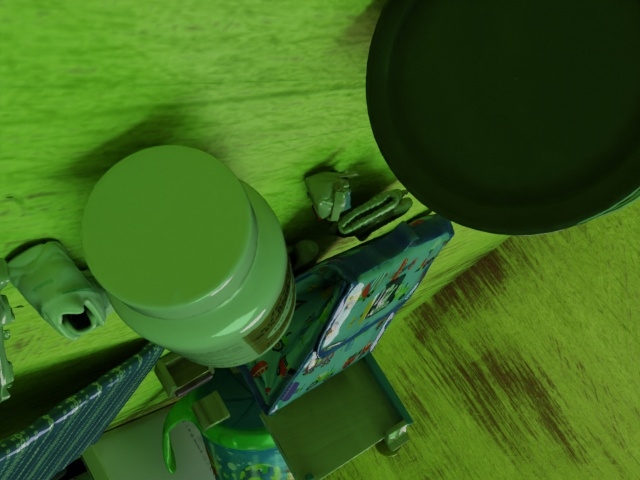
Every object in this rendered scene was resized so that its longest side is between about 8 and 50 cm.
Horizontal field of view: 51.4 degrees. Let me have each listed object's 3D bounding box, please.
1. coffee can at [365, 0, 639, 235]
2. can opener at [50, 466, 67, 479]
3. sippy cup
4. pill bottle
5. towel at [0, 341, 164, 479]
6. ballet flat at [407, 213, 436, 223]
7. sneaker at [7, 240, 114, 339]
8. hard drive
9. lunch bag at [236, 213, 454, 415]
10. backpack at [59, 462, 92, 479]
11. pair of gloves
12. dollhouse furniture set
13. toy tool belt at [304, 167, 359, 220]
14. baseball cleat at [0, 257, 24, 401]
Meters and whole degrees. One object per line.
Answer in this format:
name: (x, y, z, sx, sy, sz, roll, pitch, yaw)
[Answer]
coffee can: (0.181, -0.111, 0.525, 0.201, 0.202, 0.275, -40, 166, 24)
can opener: (-0.446, 0.366, 1.001, 0.073, 0.059, 0.186, -37, 166, 8)
sippy cup: (-0.110, 0.359, 1.209, 0.240, 0.305, 0.224, -45, 139, -55)
pill bottle: (-0.088, 0.020, 0.498, 0.131, 0.131, 0.229, -32, 166, -8)
towel: (-0.326, 0.240, 0.749, 0.243, 0.040, 0.336, -50, 174, 26)
ballet flat: (0.119, 0.024, 1.141, 0.249, 0.058, 0.084, -27, 165, -26)
sneaker: (-0.191, 0.051, 0.516, 0.053, 0.061, 0.152, -34, 168, -8)
hard drive: (-0.281, 0.426, 1.265, 0.040, 0.210, 0.318, -40, 165, 25)
lunch bag: (0.033, 0.065, 0.852, 0.221, 0.138, 0.293, -21, 158, -44)
backpack: (-0.440, 0.524, 1.318, 0.253, 0.191, 0.225, -30, 166, -37)
pair of gloves: (0.000, 0.000, 0.812, 0.240, 0.042, 0.204, -31, 173, 14)
dollhouse furniture set: (-0.059, 0.269, 1.051, 0.286, 0.303, 0.198, -28, 164, -22)
toy tool belt: (0.016, -0.047, 0.680, 0.051, 0.052, 0.083, -24, 166, -4)
baseball cleat: (-0.256, 0.064, 0.432, 0.109, 0.072, 0.206, -9, 150, -30)
